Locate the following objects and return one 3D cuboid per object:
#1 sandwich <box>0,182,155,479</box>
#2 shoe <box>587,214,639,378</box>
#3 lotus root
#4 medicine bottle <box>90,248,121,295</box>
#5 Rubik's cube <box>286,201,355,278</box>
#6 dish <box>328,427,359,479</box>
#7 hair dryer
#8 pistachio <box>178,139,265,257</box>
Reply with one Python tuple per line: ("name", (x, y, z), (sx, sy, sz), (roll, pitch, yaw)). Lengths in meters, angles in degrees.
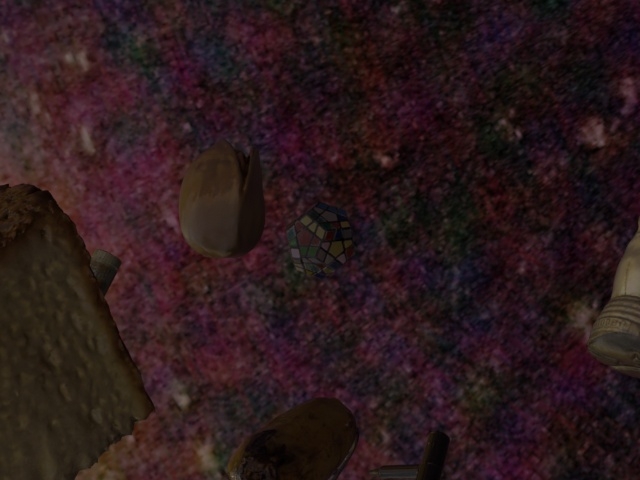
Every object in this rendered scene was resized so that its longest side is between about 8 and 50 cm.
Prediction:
("sandwich", (-0.331, 0.138, 0.864), (0.131, 0.325, 0.262), (10, 129, 40))
("shoe", (0.487, 0.095, 1.170), (0.342, 0.210, 0.132), (27, 161, -25))
("lotus root", (-0.031, 0.274, 1.223), (0.110, 0.258, 0.097), (32, 116, 21))
("medicine bottle", (-0.334, 0.059, 1.418), (0.047, 0.083, 0.047), (20, 158, 8))
("Rubik's cube", (0.000, 0.000, 1.377), (0.111, 0.093, 0.111), (166, 90, -89))
("dish", (-0.063, 0.415, 1.744), (0.120, 0.303, 0.303), (39, 135, 23))
("hair dryer", (0.161, 0.477, 1.896), (0.195, 0.173, 0.050), (-28, 114, 38))
("pistachio", (-0.186, -0.084, 1.842), (0.166, 0.288, 0.197), (14, 137, -19))
